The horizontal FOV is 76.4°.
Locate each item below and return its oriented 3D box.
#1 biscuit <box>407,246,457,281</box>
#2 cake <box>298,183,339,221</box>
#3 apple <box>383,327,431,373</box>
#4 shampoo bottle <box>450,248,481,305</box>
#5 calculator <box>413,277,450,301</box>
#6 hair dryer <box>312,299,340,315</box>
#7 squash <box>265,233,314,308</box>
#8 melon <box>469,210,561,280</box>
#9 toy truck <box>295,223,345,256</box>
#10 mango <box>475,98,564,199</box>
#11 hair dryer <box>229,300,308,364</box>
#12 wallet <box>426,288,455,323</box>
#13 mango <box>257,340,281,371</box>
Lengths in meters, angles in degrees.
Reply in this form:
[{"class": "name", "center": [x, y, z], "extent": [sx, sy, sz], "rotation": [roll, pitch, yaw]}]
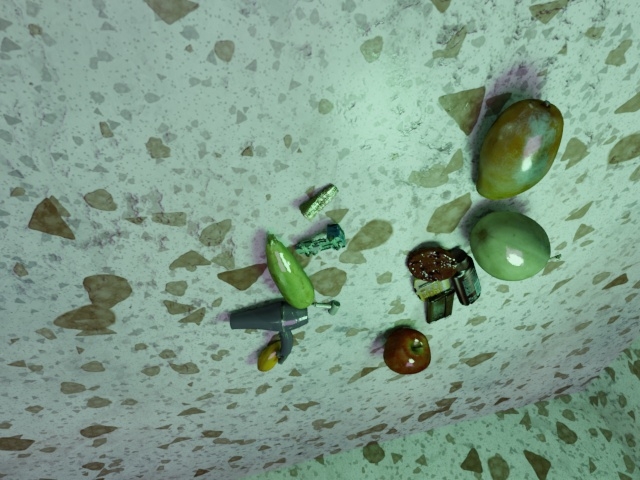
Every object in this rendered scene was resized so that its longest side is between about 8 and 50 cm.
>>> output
[{"class": "biscuit", "center": [0.439, 0.096, 1.603], "extent": [0.192, 0.049, 0.192], "rotation": [10, 134, 11]}, {"class": "cake", "center": [-0.006, -0.126, 1.288], "extent": [0.140, 0.055, 0.051], "rotation": [-45, 131, 1]}, {"class": "apple", "center": [0.407, 0.534, 1.950], "extent": [0.230, 0.229, 0.229], "rotation": [-10, 135, -10]}, {"class": "shampoo bottle", "center": [0.607, 0.154, 1.719], "extent": [0.129, 0.084, 0.323], "rotation": [-46, 135, -9]}, {"class": "calculator", "center": [0.483, 0.195, 1.765], "extent": [0.157, 0.033, 0.236], "rotation": [-27, 138, 7]}, {"class": "hair dryer", "center": [0.017, 0.277, 1.687], "extent": [0.125, 0.037, 0.063], "rotation": [8, 130, -18]}, {"class": "squash", "center": [-0.115, 0.121, 1.428], "extent": [0.119, 0.118, 0.370], "rotation": [-22, 135, 4]}, {"class": "melon", "center": [0.698, 0.019, 1.508], "extent": [0.272, 0.271, 0.308], "rotation": [-33, 117, 14]}, {"class": "toy truck", "center": [0.000, 0.000, 1.392], "extent": [0.175, 0.081, 0.067], "rotation": [-15, 139, 24]}, {"class": "mango", "center": [0.593, -0.256, 1.246], "extent": [0.222, 0.198, 0.384], "rotation": [-14, 149, -16]}, {"class": "hair dryer", "center": [-0.192, 0.397, 1.658], "extent": [0.301, 0.121, 0.361], "rotation": [-6, 128, -2]}, {"class": "wallet", "center": [0.557, 0.313, 1.883], "extent": [0.133, 0.039, 0.243], "rotation": [-22, 144, -3]}, {"class": "mango", "center": [-0.223, 0.518, 1.813], "extent": [0.098, 0.075, 0.190], "rotation": [8, 127, -54]}]
